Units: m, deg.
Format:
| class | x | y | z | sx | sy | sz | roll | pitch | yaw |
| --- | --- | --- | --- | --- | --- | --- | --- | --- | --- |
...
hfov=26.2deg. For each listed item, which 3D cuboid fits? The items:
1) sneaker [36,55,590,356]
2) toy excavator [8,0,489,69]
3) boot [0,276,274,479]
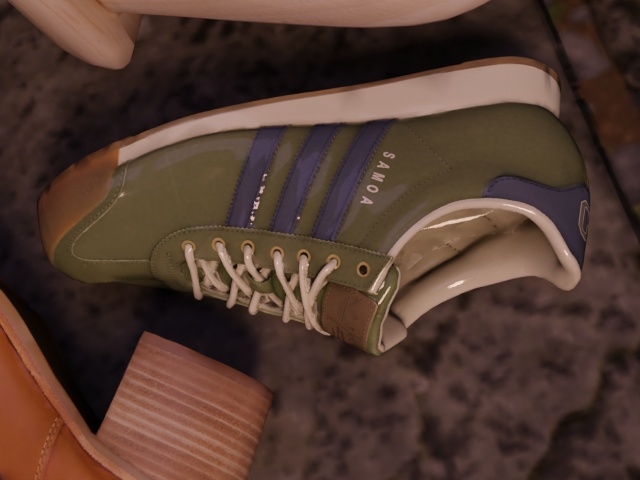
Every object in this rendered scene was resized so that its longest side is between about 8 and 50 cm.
| class | x | y | z | sx | sy | sz | roll | pitch | yaw |
| --- | --- | --- | --- | --- | --- | --- | --- | --- | --- |
| sneaker | 0.000 | 0.000 | 0.468 | 0.192 | 0.064 | 0.086 | -14 | 60 | 0 |
| toy excavator | 0.135 | -0.184 | 0.465 | 0.433 | 0.222 | 0.445 | 35 | 85 | 23 |
| boot | -0.128 | 0.085 | 0.452 | 0.197 | 0.073 | 0.152 | 19 | 75 | 20 |
